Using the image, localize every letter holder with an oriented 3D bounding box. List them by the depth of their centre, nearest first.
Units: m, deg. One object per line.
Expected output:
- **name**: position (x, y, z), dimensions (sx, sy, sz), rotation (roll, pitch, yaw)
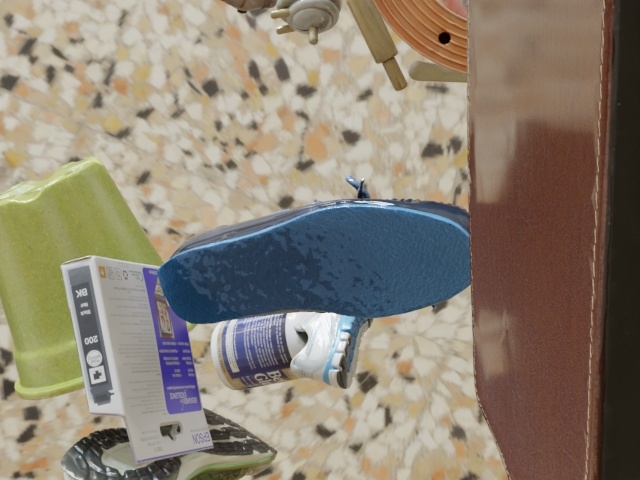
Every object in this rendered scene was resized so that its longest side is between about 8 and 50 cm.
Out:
- **letter holder**: position (0.154, -0.022, 0.523), dimensions (0.152, 0.214, 0.301), rotation (-6, 113, -6)

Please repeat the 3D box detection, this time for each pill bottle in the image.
- **pill bottle**: position (-0.044, 0.130, 1.547), dimensions (0.169, 0.094, 0.094), rotation (-14, 84, 25)

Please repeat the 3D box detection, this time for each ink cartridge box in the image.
- **ink cartridge box**: position (-0.185, 0.126, 1.273), dimensions (0.045, 0.206, 0.208), rotation (-16, 80, 15)

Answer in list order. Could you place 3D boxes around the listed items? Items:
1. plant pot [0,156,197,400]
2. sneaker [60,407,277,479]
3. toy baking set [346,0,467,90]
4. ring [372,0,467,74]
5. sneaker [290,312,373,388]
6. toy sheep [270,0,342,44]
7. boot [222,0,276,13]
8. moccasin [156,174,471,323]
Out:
- **plant pot**: position (-0.329, 0.036, 1.643), dimensions (0.276, 0.276, 0.254), rotation (-21, 103, 2)
- **sneaker**: position (-0.219, 0.345, 1.703), dimensions (0.158, 0.410, 0.182), rotation (30, 108, 29)
- **toy baking set**: position (0.139, -0.267, 1.434), dimensions (0.197, 0.030, 0.256), rotation (-23, 97, -6)
- **ring**: position (0.205, -0.346, 1.356), dimensions (0.337, 0.032, 0.336), rotation (1, 96, 9)
- **sneaker**: position (0.013, 0.093, 1.454), dimensions (0.083, 0.190, 0.071), rotation (4, 129, 19)
- **toy sheep**: position (-0.016, -0.287, 1.464), dimensions (0.091, 0.091, 0.132), rotation (-8, 67, 4)
- **boot**: position (-0.096, -0.283, 1.289), dimensions (0.087, 0.042, 0.118), rotation (5, 50, -30)
- **moccasin**: position (0.000, 0.000, 1.210), dimensions (0.342, 0.117, 0.137), rotation (-3, 112, 25)
